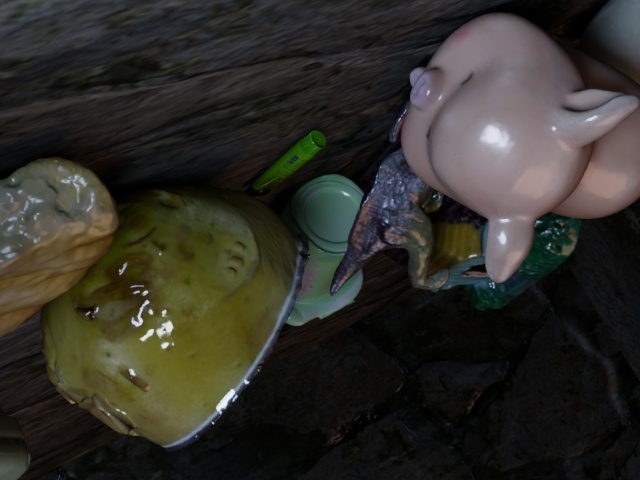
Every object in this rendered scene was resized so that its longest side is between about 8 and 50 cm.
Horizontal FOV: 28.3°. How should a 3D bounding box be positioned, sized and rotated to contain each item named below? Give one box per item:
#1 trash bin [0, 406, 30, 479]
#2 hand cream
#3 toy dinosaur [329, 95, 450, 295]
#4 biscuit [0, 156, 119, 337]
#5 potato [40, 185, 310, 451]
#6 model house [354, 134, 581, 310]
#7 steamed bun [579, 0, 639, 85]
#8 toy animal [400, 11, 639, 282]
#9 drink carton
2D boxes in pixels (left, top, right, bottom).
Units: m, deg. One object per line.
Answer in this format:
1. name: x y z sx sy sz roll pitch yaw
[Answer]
1. trash bin: -0.262 0.033 0.621 0.121 0.247 0.243 -30 170 -4
2. hand cream: -0.038 -0.080 1.378 0.036 0.023 0.122 -7 157 -43
3. toy dinosaur: 0.108 -0.059 1.483 0.162 0.077 0.294 4 108 -42
4. biscuit: -0.297 0.030 0.974 0.274 0.091 0.213 -26 167 -33
5. potato: -0.155 0.037 1.211 0.246 0.196 0.299 -45 -164 9
6. model house: 0.156 -0.048 1.664 0.249 0.230 0.280 1 156 -21
7. steamed bun: 0.466 -0.249 1.548 0.283 0.177 0.283 -29 171 -5
8. toy animal: 0.232 -0.113 1.345 0.326 0.269 0.237 20 120 -25
9. drink carton: 0.000 0.000 1.592 0.144 0.146 0.142 -25 161 -31
